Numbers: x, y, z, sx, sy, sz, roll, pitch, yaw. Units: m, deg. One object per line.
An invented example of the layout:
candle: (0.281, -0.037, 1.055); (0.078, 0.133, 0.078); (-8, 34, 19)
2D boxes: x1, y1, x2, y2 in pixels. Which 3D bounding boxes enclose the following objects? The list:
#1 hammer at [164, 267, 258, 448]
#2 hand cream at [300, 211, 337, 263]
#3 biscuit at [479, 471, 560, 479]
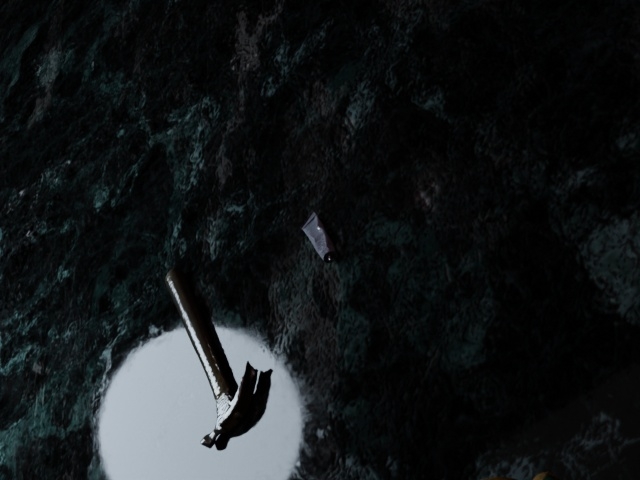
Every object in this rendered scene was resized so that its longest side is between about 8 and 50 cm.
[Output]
hammer: (-0.166, 0.142, 1.197); (0.125, 0.027, 0.297); (-49, 43, 16)
hand cream: (0.000, 0.000, 1.113); (0.030, 0.019, 0.093); (-50, 36, 17)
biscuit: (0.172, 0.268, 0.701); (0.050, 0.170, 0.170); (113, 167, -70)
